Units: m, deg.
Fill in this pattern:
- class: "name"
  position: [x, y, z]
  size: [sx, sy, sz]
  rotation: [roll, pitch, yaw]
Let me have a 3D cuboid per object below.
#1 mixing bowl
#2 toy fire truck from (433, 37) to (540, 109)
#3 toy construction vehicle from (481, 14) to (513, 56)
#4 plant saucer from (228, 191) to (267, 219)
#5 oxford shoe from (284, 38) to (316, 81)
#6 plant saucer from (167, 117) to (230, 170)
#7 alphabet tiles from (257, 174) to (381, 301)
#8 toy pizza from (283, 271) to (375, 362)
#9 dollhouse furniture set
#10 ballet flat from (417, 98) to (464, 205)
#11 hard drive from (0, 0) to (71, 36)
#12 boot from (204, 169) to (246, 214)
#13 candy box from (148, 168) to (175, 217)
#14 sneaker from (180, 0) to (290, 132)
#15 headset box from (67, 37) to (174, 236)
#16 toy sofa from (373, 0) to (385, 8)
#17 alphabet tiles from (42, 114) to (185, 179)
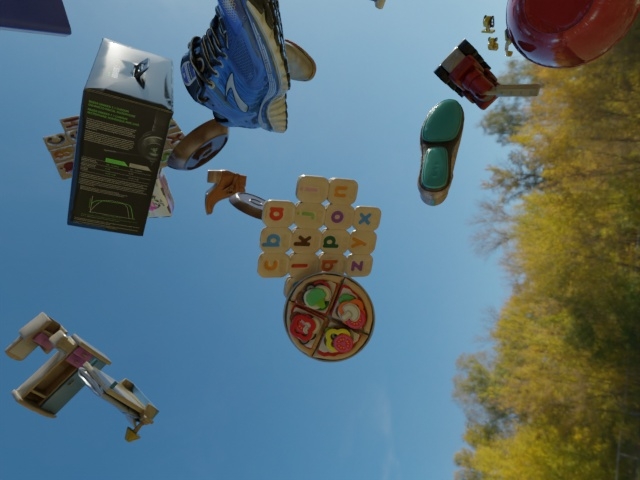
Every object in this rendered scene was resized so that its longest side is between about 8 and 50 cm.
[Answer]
- class: "mixing bowl"
  position: [0.345, -0.338, 0.627]
  size: [0.098, 0.182, 0.181]
  rotation: [-28, -64, -49]
- class: "toy fire truck"
  position: [0.479, -0.438, 1.254]
  size: [0.217, 0.158, 0.246]
  rotation: [1, -130, -56]
- class: "toy construction vehicle"
  position: [0.452, -0.519, 1.134]
  size: [0.035, 0.086, 0.098]
  rotation: [-52, -35, -16]
- class: "plant saucer"
  position: [-0.212, -0.114, 1.437]
  size: [0.169, 0.168, 0.029]
  rotation: [2, -59, -54]
- class: "oxford shoe"
  position: [-0.208, -0.702, 1.674]
  size: [0.146, 0.397, 0.140]
  rotation: [-54, -12, -55]
- class: "plant saucer"
  position: [-0.306, -0.241, 1.157]
  size: [0.036, 0.199, 0.199]
  rotation: [49, -134, 0]
- class: "alphabet tiles"
  position: [0.000, 0.000, 0.980]
  size: [0.278, 0.021, 0.283]
  rotation: [1, -73, -24]
- class: "toy pizza"
  position: [0.016, 0.167, 0.954]
  size: [0.032, 0.202, 0.201]
  rotation: [-29, -60, -81]
- class: "dollhouse furniture set"
  position: [-0.608, 0.385, 1.094]
  size: [0.198, 0.304, 0.286]
  rotation: [-49, -36, -22]
- class: "ballet flat"
  position: [0.302, -0.221, 1.141]
  size: [0.106, 0.108, 0.315]
  rotation: [66, -141, -55]
- class: "hard drive"
  position: [-0.777, -0.614, 1.056]
  size: [0.319, 0.040, 0.210]
  rotation: [-36, -63, -60]
- class: "boot"
  position: [-0.370, -0.179, 1.731]
  size: [0.153, 0.073, 0.197]
  rotation: [5, -58, -19]
- class: "candy box"
  position: [-0.565, -0.147, 1.356]
  size: [0.164, 0.197, 0.070]
  rotation: [90, 176, -48]
- class: "sneaker"
  position: [-0.119, -0.235, 0.602]
  size: [0.330, 0.147, 0.129]
  rotation: [109, 153, -75]
- class: "headset box"
  position: [-0.361, -0.197, 0.814]
  size: [0.131, 0.246, 0.282]
  rotation: [10, -55, -25]
- class: "toy sofa"
  position: [0.043, -0.822, 1.336]
  size: [0.150, 0.363, 0.177]
  rotation: [115, 158, -51]
- class: "alphabet tiles"
  position: [-0.561, -0.277, 1.233]
  size: [0.343, 0.285, 0.011]
  rotation: [-24, -28, -26]
